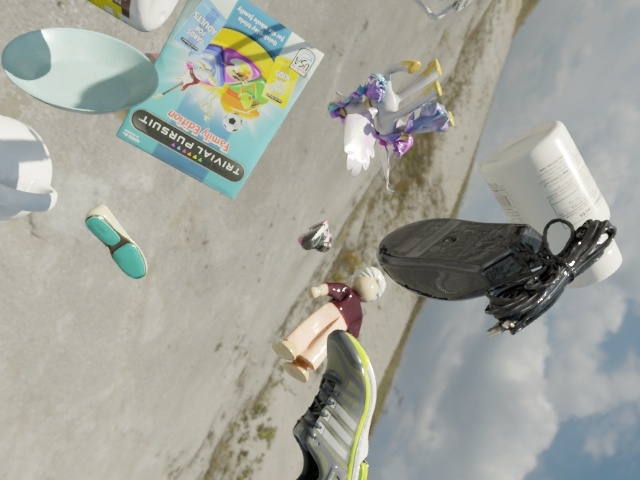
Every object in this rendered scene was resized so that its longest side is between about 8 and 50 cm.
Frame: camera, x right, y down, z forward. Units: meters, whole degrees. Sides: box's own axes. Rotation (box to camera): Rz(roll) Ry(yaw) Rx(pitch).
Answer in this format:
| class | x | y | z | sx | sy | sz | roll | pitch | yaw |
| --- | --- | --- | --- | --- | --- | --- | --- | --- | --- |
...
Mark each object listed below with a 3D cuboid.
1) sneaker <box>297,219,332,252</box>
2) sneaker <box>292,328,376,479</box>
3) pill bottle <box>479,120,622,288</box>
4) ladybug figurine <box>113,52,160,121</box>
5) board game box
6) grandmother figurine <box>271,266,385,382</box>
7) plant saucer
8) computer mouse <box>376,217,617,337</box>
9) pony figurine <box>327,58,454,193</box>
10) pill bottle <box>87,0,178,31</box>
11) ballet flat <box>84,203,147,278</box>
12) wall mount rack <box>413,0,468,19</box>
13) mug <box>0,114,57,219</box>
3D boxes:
| class | x | y | z | sx | sy | sz | roll | pitch | yaw |
| --- | --- | --- | --- | --- | --- | --- | --- | --- | --- |
| sneaker | 0.000 | 0.000 | 1.447 | 0.072 | 0.077 | 0.178 | -24 | -172 | 23 |
| sneaker | 0.018 | 0.304 | 0.922 | 0.111 | 0.121 | 0.300 | -5 | -99 | 62 |
| pill bottle | 0.349 | -0.049 | 0.802 | 0.131 | 0.229 | 0.131 | -32 | -170 | 7 |
| ladybug figurine | -0.516 | -0.483 | 1.683 | 0.305 | 0.449 | 0.162 | -15 | 124 | -22 |
| board game box | -0.192 | -0.284 | 1.024 | 0.336 | 0.253 | 0.079 | -56 | -158 | 15 |
| grandmother figurine | 0.041 | 0.187 | 1.297 | 0.342 | 0.104 | 0.208 | -43 | 129 | -32 |
| plant saucer | -0.323 | -0.223 | 0.734 | 0.195 | 0.195 | 0.037 | -56 | 174 | -46 |
| computer mouse | 0.175 | 0.035 | 0.622 | 0.188 | 0.072 | 0.272 | -33 | -157 | -26 |
| pony figurine | 0.198 | -0.353 | 1.599 | 0.363 | 0.351 | 0.303 | -17 | 159 | 24 |
| pill bottle | -0.275 | -0.350 | 0.632 | 0.117 | 0.215 | 0.117 | -60 | -174 | 10 |
| ballet flat | -0.571 | 0.001 | 1.524 | 0.086 | 0.086 | 0.248 | -56 | 135 | -37 |
| wall mount rack | 0.300 | -0.556 | 0.975 | 0.304 | 0.130 | 0.350 | -42 | -176 | 15 |
| mug | -0.808 | -0.160 | 1.259 | 0.328 | 0.374 | 0.276 | -45 | 160 | -86 |
